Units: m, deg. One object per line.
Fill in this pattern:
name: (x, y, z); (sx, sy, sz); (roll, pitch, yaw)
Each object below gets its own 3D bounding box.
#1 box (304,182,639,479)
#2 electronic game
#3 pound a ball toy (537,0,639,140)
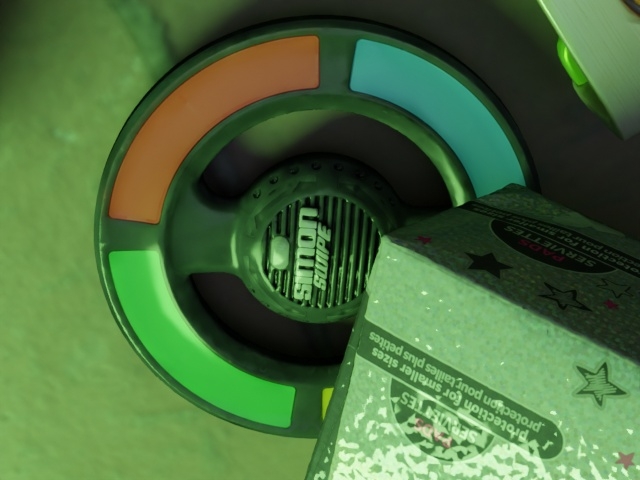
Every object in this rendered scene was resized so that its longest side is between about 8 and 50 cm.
box: (0.135, 0.101, 0.470); (0.247, 0.142, 0.163); (27, 115, 24)
electronic game: (0.000, 0.000, 0.574); (0.229, 0.048, 0.229); (-1, 112, -2)
pound a ball toy: (0.164, -0.188, 0.460); (0.319, 0.136, 0.208); (-34, 110, 10)
